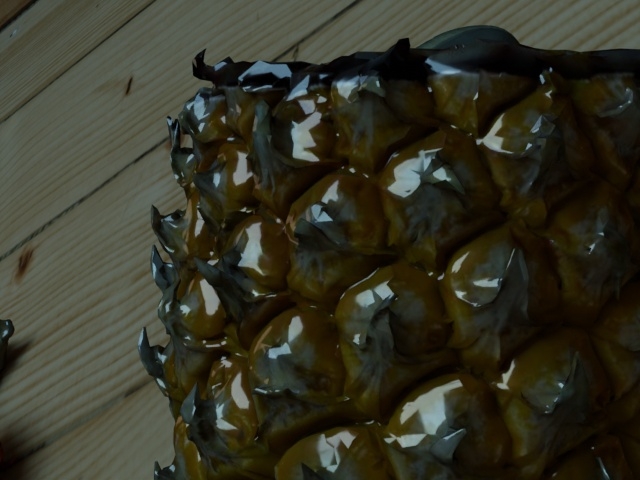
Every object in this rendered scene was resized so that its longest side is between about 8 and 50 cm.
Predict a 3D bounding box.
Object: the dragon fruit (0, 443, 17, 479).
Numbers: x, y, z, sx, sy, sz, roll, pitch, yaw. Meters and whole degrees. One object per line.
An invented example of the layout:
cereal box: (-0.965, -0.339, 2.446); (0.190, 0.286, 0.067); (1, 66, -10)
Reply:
dragon fruit: (-0.424, 0.235, 1.391); (0.268, 0.210, 0.205); (35, 100, 57)

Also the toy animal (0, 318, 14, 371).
toy animal: (-0.477, 0.214, 1.622); (0.312, 0.097, 0.157); (-45, 15, 10)

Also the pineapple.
pineapple: (0.073, 0.051, 0.753); (0.352, 0.352, 0.300); (5, 95, 57)

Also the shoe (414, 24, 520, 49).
shoe: (0.106, -0.037, 1.059); (0.171, 0.132, 0.336); (3, 57, 51)
